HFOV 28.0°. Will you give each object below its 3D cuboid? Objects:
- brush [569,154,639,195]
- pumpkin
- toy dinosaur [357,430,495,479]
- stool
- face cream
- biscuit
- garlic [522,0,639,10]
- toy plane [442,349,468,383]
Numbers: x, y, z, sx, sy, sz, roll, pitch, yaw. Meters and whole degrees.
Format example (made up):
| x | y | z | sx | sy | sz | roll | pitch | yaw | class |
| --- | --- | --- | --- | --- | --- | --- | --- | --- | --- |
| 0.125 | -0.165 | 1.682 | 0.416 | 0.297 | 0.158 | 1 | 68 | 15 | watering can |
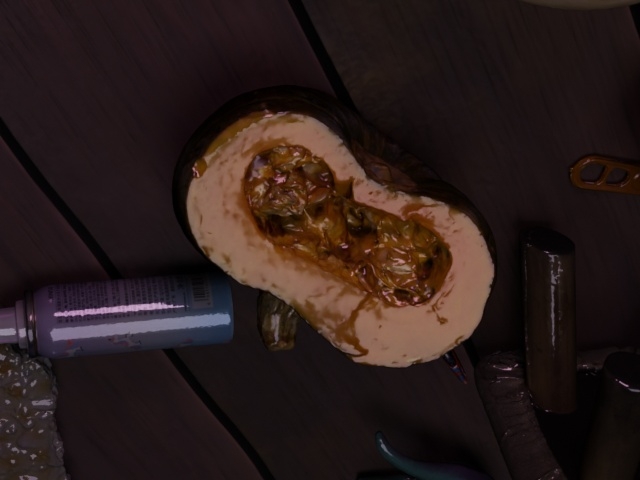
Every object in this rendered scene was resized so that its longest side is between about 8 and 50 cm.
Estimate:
| x | y | z | sx | sy | sz | roll | pitch | yaw | class |
| --- | --- | --- | --- | --- | --- | --- | --- | --- | --- |
| 0.402 | -0.055 | 1.357 | 0.314 | 0.017 | 0.090 | 7 | 127 | -19 | brush |
| 0.000 | 0.000 | 1.180 | 0.317 | 0.139 | 0.222 | 31 | 106 | -23 | pumpkin |
| 0.218 | 0.326 | 1.588 | 0.330 | 0.129 | 0.383 | -15 | 131 | -17 | toy dinosaur |
| 0.350 | 0.148 | 1.325 | 0.310 | 0.310 | 0.226 | 1 | 125 | -17 | stool |
| -0.203 | 0.075 | 1.265 | 0.229 | 0.075 | 0.075 | -4 | 130 | -11 | face cream |
| -0.341 | 0.212 | 1.366 | 0.141 | 0.038 | 0.290 | -8 | 129 | -8 | biscuit |
| 0.211 | -0.293 | 1.003 | 0.313 | 0.286 | 0.249 | -44 | 88 | 15 | garlic |
| 0.108 | 0.073 | 1.346 | 0.130 | 0.061 | 0.189 | -28 | 117 | 8 | toy plane |
